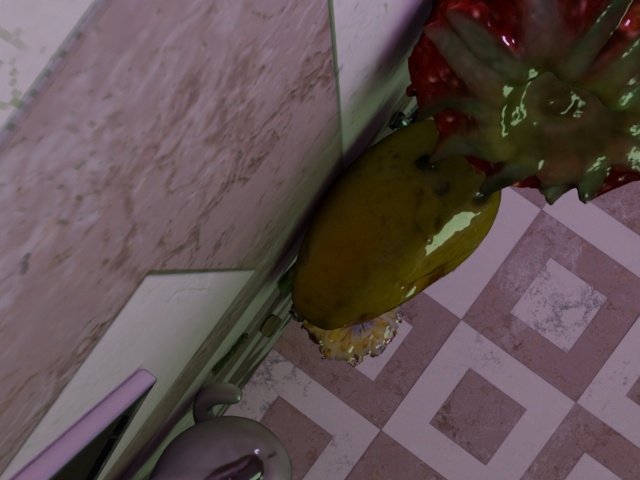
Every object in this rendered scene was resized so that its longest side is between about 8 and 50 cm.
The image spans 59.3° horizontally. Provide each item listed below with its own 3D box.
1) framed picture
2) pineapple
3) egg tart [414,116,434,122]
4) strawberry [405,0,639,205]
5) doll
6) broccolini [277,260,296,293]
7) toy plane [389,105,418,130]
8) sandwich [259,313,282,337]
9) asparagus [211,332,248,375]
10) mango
[{"bbox_3d":[-0.235,0.240,0.396,0.289,0.016,0.213,-56,175,25],"label":"framed picture"},{"bbox_3d":[0.017,0.130,1.280,0.262,0.262,0.272,-53,-161,-14],"label":"pineapple"},{"bbox_3d":[0.283,-0.250,1.216,0.319,0.128,0.319,-48,-179,1],"label":"egg tart"},{"bbox_3d":[0.230,-0.214,0.524,0.292,0.292,0.343,121,-9,-53],"label":"strawberry"},{"bbox_3d":[-0.184,0.401,0.810,0.215,0.226,0.370,-57,175,29],"label":"doll"},{"bbox_3d":[-0.002,-0.001,0.917,0.067,0.058,0.216,19,121,-47],"label":"broccolini"},{"bbox_3d":[0.127,-0.183,0.880,0.080,0.033,0.083,-54,169,9],"label":"toy plane"},{"bbox_3d":[-0.114,0.193,1.247,0.044,0.031,0.083,-54,177,-30],"label":"sandwich"},{"bbox_3d":[-0.148,0.186,0.939,0.015,0.014,0.114,-16,-162,32],"label":"asparagus"},{"bbox_3d":[0.088,-0.006,0.788,0.253,0.182,0.365,-7,147,-51],"label":"mango"}]
